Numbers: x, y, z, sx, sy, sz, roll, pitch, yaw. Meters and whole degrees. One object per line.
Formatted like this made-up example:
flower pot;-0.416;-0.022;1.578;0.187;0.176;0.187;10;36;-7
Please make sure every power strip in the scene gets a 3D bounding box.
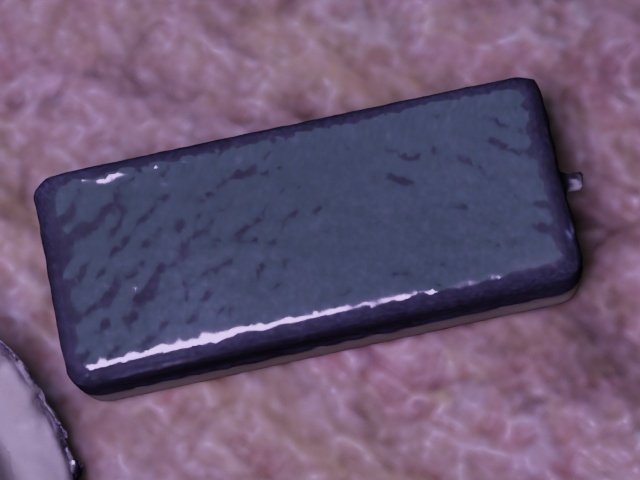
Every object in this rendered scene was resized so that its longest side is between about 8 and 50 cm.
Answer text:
power strip;0.000;0.000;0.921;0.256;0.070;0.105;-12;76;3

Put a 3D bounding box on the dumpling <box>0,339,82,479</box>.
dumpling;-0.183;0.144;0.871;0.172;0.142;0.247;-1;88;-28
